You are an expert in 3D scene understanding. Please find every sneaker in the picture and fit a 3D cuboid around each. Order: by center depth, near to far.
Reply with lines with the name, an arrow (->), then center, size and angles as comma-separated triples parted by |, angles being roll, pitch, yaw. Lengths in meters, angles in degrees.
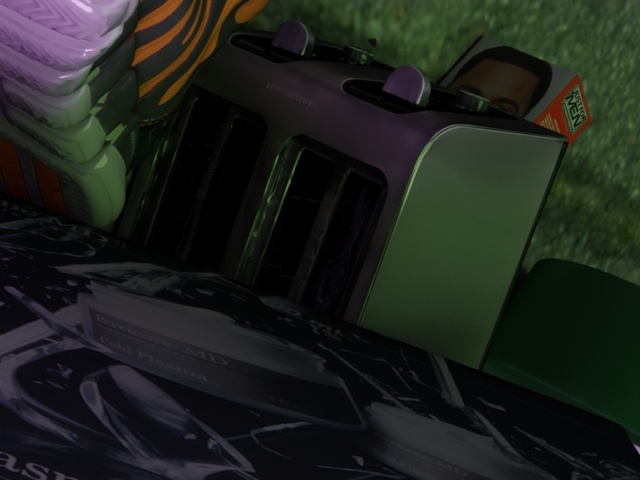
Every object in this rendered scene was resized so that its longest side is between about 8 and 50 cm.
sneaker -> -0.076, -0.141, 0.572 | 0.180, 0.124, 0.321 | -56, 175, -20

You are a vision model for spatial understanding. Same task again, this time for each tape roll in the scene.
tape roll -> 0.248, 0.130, 0.976 | 0.077, 0.321, 0.321 | -56, 142, -6

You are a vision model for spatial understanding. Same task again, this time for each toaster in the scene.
toaster -> 0.000, 0.000, 0.745 | 0.110, 0.168, 0.186 | 9, 105, -48

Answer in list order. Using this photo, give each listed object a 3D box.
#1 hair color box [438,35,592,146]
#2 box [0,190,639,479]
hair color box -> 0.077, -0.042, 0.879 | 0.141, 0.072, 0.043 | -47, 140, -18
box -> -0.056, 0.127, 0.513 | 0.343, 0.312, 0.179 | 21, 100, -6
